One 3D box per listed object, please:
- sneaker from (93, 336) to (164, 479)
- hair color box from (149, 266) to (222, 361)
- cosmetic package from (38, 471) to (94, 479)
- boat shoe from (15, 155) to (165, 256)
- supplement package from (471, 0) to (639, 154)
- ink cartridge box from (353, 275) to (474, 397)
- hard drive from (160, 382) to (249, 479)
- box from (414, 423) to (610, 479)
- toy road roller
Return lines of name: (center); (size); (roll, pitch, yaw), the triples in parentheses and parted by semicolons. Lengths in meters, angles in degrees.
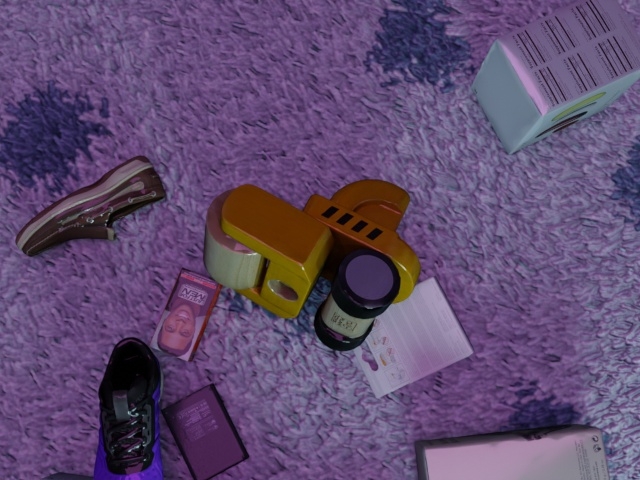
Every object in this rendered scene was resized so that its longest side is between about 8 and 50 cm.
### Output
sneaker: (-0.288, 0.274, 1.035); (0.102, 0.146, 0.293); (-3, 54, -9)
hair color box: (-0.222, 0.123, 1.167); (0.072, 0.043, 0.141); (20, 80, 2)
cosmetic package: (-0.309, 0.565, 1.057); (0.285, 0.097, 0.376); (8, 79, 3)
boat shoe: (-0.378, -0.038, 1.172); (0.258, 0.095, 0.095); (-35, 88, -7)
supplement package: (0.392, -0.274, 1.170); (0.203, 0.194, 0.149); (-25, 80, -4)
ink cartridge box: (0.145, 0.162, 1.176); (0.179, 0.045, 0.145); (-28, 81, 13)
hard drive: (-0.188, 0.315, 1.142); (0.094, 0.022, 0.135); (-27, 81, -6)
box: (0.294, 0.350, 1.097); (0.275, 0.113, 0.094); (-5, 79, -3)
toy road roller: (0.000, 0.000, 1.113); (0.330, 0.202, 0.240); (27, 60, 3)
